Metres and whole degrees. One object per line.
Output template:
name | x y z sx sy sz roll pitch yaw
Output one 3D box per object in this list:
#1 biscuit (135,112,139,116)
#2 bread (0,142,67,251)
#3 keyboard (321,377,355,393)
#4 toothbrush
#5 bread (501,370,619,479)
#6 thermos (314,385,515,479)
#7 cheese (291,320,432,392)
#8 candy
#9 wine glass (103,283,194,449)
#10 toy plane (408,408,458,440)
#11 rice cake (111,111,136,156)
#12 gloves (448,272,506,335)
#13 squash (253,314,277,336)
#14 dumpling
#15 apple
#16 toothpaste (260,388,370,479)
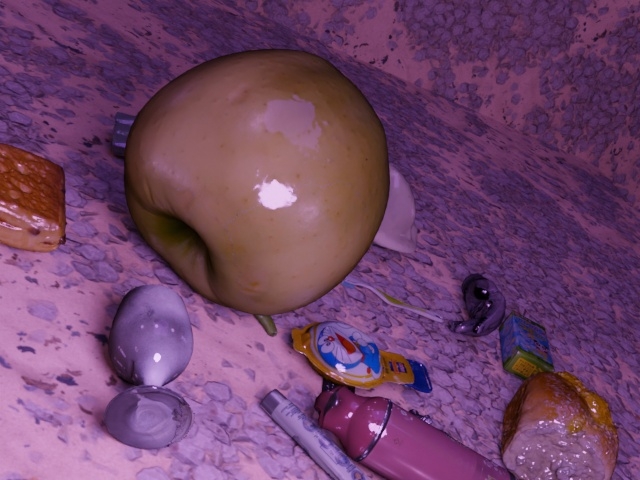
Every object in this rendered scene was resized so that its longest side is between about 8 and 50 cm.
biscuit | -0.360 -0.240 2.012 0.133 0.032 0.250 17 29 -25
bread | -0.529 -0.077 1.444 0.235 0.099 0.210 22 27 -31
keyboard | 0.033 0.258 1.543 0.064 0.010 0.198 25 25 -8
toothbrush | 0.160 0.127 1.912 0.263 0.026 0.022 21 32 -20
bread | 0.446 0.353 1.630 0.195 0.176 0.246 30 24 3
thermos | 0.136 0.324 1.396 0.330 0.109 0.136 32 15 -6
cheese | 0.073 0.210 1.577 0.270 0.069 0.177 19 26 -18
candy | 0.458 0.241 1.992 0.097 0.062 0.194 28 24 -5
wine glass | -0.241 0.171 1.265 0.126 0.126 0.241 21 28 -20
toy plane | 0.135 0.305 1.495 0.188 0.062 0.135 26 -6 -13
rice cake | -0.328 -0.201 1.907 0.237 0.043 0.127 12 44 -19
gloves | 0.357 0.142 1.992 0.119 0.142 0.285 7 21 15
squash | -0.103 0.138 1.599 0.027 0.027 0.089 -3 42 -51
dumpling | 0.102 -0.093 2.067 0.318 0.187 0.243 39 22 10
apple | -0.099 -0.112 1.538 0.474 0.473 0.473 25 25 -13
toothpaste | 0.002 0.320 1.359 0.239 0.039 0.062 42 23 17
